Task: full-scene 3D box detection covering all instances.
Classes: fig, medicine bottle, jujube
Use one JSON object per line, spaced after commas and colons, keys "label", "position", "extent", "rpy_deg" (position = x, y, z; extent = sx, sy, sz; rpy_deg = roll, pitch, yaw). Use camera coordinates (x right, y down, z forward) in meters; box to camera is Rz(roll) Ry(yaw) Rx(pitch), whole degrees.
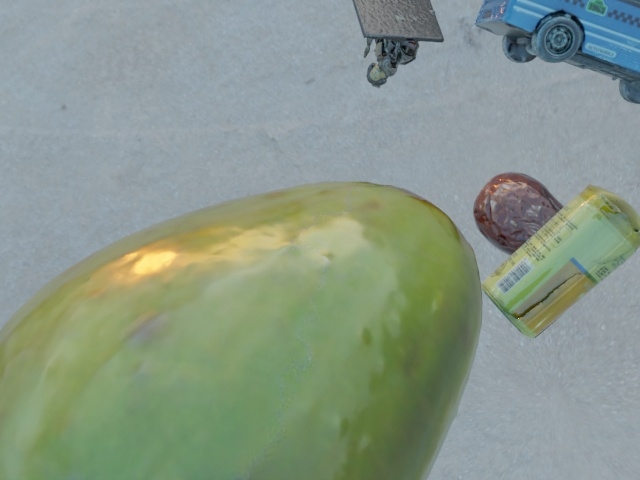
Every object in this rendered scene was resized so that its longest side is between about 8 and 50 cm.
{"label": "fig", "position": [-0.046, 0.093, 0.409], "extent": [0.326, 0.258, 0.258], "rpy_deg": [-38, 68, 1]}
{"label": "medicine bottle", "position": [0.360, 0.029, 0.986], "extent": [0.239, 0.124, 0.124], "rpy_deg": [-44, 68, 13]}
{"label": "jujube", "position": [0.461, -0.037, 1.476], "extent": [0.255, 0.190, 0.190], "rpy_deg": [35, 90, 17]}

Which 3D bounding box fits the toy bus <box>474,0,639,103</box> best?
{"label": "toy bus", "position": [0.288, -0.217, 0.649], "extent": [0.246, 0.113, 0.134], "rpy_deg": [16, 104, -6]}

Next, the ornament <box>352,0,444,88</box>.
{"label": "ornament", "position": [0.109, -0.358, 1.244], "extent": [0.153, 0.196, 0.166], "rpy_deg": [-3, 62, -17]}
